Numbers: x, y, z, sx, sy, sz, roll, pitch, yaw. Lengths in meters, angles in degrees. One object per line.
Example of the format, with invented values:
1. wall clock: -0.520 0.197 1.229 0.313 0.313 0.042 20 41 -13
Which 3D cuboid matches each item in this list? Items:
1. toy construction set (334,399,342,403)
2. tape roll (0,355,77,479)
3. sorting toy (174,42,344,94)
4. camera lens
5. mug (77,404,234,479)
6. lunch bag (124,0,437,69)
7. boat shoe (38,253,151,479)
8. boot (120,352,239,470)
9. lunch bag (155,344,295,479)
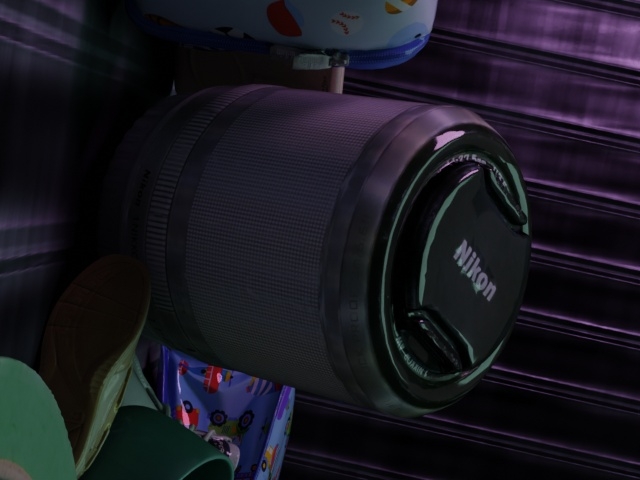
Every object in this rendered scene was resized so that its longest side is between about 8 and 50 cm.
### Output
1. toy construction set: -0.046 0.091 1.918 0.237 0.257 0.309 54 -37 21
2. tape roll: -0.176 0.202 0.568 0.321 0.077 0.321 4 90 -83
3. sorting toy: -0.049 -0.164 1.206 0.038 0.208 0.193 -31 143 -34
4. camera lens: 0.000 0.000 1.062 0.219 0.274 0.219 -17 112 -49
5. mug: -0.144 0.181 1.014 0.129 0.097 0.158 -62 158 7
6. lunch bag: -0.009 -0.249 1.060 0.115 0.243 0.303 94 5 -49
7. boat shoe: -0.160 0.090 0.979 0.059 0.063 0.170 98 12 -62
8. boot: -0.124 0.154 1.154 0.258 0.123 0.095 93 6 -58
9. lunch bag: -0.107 0.279 1.416 0.221 0.138 0.293 99 -3 -58
